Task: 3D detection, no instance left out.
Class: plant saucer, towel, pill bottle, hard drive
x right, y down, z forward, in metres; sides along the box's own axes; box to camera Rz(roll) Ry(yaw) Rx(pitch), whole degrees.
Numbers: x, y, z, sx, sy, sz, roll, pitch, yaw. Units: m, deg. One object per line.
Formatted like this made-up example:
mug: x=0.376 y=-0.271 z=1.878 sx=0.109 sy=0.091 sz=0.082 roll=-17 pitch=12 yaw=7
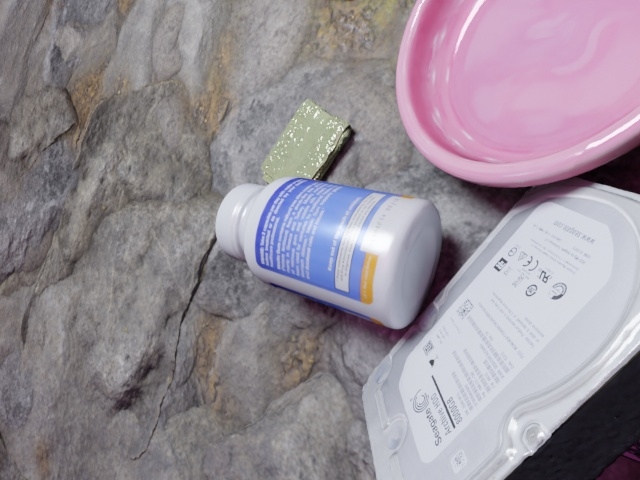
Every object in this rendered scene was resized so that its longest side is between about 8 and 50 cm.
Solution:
plant saucer: x=0.229 y=-0.212 z=0.430 sx=0.332 sy=0.084 sz=0.332 roll=-16 pitch=68 yaw=46
towel: x=-0.025 y=-0.134 z=0.648 sx=0.110 sy=0.027 sz=0.148 roll=41 pitch=106 yaw=30
pill bottle: x=0.000 y=0.000 z=0.541 sx=0.272 sy=0.152 sz=0.152 roll=16 pitch=91 yaw=32
hard drive: x=0.169 y=0.102 z=0.388 sx=0.064 sy=0.237 sz=0.339 roll=33 pitch=105 yaw=-11

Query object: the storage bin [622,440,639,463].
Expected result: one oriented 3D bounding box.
storage bin: x=0.317 y=0.145 z=0.346 sx=0.180 sy=0.122 sz=0.084 roll=13 pitch=90 yaw=32
